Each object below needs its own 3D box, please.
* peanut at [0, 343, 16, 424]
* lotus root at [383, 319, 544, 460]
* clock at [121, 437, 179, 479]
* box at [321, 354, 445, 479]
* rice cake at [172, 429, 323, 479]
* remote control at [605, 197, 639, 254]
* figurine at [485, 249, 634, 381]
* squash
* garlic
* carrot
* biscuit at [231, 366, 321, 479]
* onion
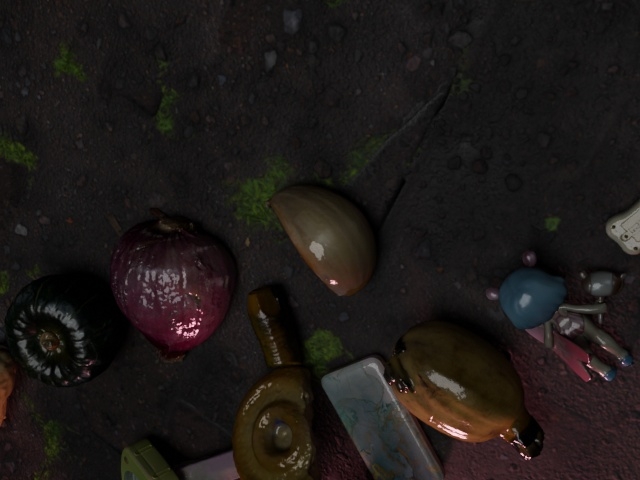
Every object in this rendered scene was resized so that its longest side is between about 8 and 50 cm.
[{"bbox_3d":[-0.825,0.380,2.052,0.149,0.149,0.313,34,123,11],"label":"peanut"},{"bbox_3d":[0.262,0.265,1.484,0.310,0.183,0.182,34,118,9],"label":"lotus root"},{"bbox_3d":[-0.384,0.575,1.924,0.170,0.069,0.232,39,135,35],"label":"clock"},{"bbox_3d":[0.122,0.365,1.656,0.142,0.044,0.285,-27,95,26],"label":"box"},{"bbox_3d":[-0.172,0.469,1.816,0.399,0.064,0.070,-26,88,30],"label":"rice cake"},{"bbox_3d":[0.512,-0.035,1.338,0.074,0.032,0.122,47,121,4],"label":"remote control"},{"bbox_3d":[0.416,0.124,1.400,0.260,0.103,0.205,41,122,-4],"label":"figurine"},{"bbox_3d":[-0.554,0.196,1.843,0.252,0.165,0.252,8,111,20],"label":"squash"},{"bbox_3d":[0.001,-0.009,1.547,0.245,0.145,0.164,49,151,6],"label":"garlic"},{"bbox_3d":[-0.091,0.174,1.668,0.082,0.082,0.173,-14,98,28],"label":"carrot"},{"bbox_3d":[-0.087,0.394,1.665,0.213,0.091,0.274,-29,61,29],"label":"biscuit"},{"bbox_3d":[-0.321,0.131,1.718,0.267,0.159,0.348,15,112,23],"label":"onion"}]
